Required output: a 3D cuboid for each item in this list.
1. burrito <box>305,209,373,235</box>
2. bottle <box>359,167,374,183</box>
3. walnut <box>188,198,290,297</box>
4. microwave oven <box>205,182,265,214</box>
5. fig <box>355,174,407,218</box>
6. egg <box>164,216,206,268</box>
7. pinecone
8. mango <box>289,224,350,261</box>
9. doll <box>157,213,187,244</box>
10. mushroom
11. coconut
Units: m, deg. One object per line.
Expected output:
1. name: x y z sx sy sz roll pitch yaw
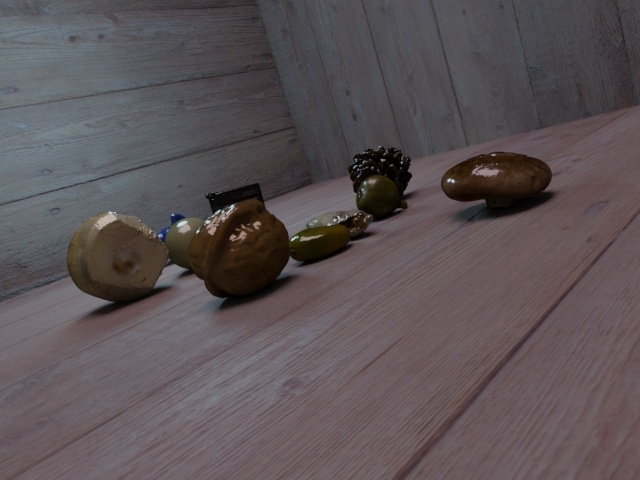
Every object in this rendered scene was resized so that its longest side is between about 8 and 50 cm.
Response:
1. burrito: 0.047 -0.049 1.718 0.117 0.076 0.392 -28 10 -18
2. bottle: 0.183 -0.188 1.978 0.060 0.164 0.060 -17 10 3
3. walnut: -0.198 0.024 1.310 0.224 0.257 0.257 22 25 19
4. microwave oven: -0.304 -0.079 2.004 0.178 0.248 0.188 -18 10 -24
5. fig: 0.210 -0.131 1.806 0.148 0.186 0.142 135 159 -68
6. egg: -0.462 0.008 1.941 0.185 0.186 0.242 -17 8 5
7. pinecone: 0.240 -0.253 2.108 0.243 0.244 0.257 -9 -1 40
8. mango: -0.001 0.001 1.476 0.191 0.086 0.122 -21 7 -13
9. doll: -0.613 -0.003 2.382 0.376 0.187 0.365 -39 -1 5
10. mushroom: 0.451 -0.157 1.393 0.278 0.146 0.278 -9 9 2
11. coconut: -0.659 0.052 1.728 0.297 0.297 0.254 -23 13 -31
